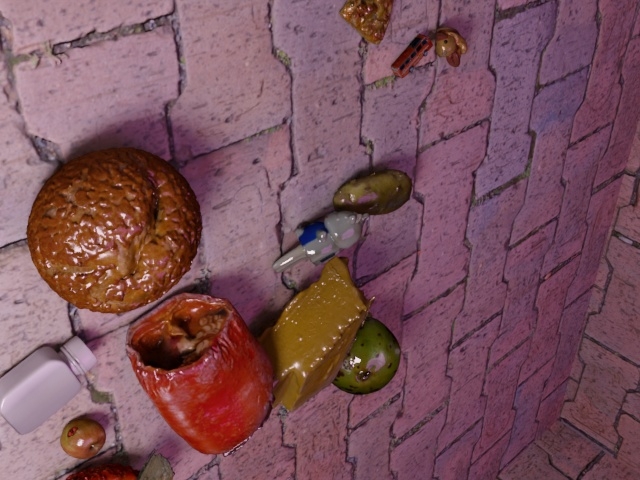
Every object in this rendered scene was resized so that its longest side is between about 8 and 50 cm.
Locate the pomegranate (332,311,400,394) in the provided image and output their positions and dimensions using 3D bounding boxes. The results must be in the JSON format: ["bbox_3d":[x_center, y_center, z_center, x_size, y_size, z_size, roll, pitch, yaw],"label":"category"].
[{"bbox_3d":[0.103,0.286,2.043,0.263,0.210,0.211,-87,-169,-66],"label":"pomegranate"}]

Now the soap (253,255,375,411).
[{"bbox_3d":[-0.058,0.225,1.763,0.304,0.169,0.339,-24,147,-45],"label":"soap"}]

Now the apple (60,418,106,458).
[{"bbox_3d":[-0.467,0.388,1.540,0.084,0.071,0.084,-38,147,-29],"label":"apple"}]

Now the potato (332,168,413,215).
[{"bbox_3d":[0.124,-0.109,1.833,0.225,0.090,0.117,-14,133,-35],"label":"potato"}]

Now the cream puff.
[{"bbox_3d":[-0.325,-0.006,1.289,0.303,0.212,0.303,-24,132,-30],"label":"cream puff"}]

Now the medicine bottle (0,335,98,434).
[{"bbox_3d":[-0.493,0.254,1.408,0.183,0.069,0.119,-40,139,-21],"label":"medicine bottle"}]

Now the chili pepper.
[{"bbox_3d":[-0.230,0.262,1.592,0.251,0.229,0.305,-34,140,-13],"label":"chili pepper"}]

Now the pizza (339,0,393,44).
[{"bbox_3d":[0.101,-0.463,1.575,0.134,0.046,0.175,-36,140,-26],"label":"pizza"}]

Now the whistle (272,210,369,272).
[{"bbox_3d":[0.000,0.000,1.744,0.244,0.092,0.110,-29,168,5],"label":"whistle"}]

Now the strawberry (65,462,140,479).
[{"bbox_3d":[-0.473,0.537,1.611,0.228,0.097,0.175,23,92,-59],"label":"strawberry"}]

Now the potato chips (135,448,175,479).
[{"bbox_3d":[-0.364,0.531,1.657,0.142,0.026,0.209,-30,136,-43],"label":"potato chips"}]

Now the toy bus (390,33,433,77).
[{"bbox_3d":[0.203,-0.412,1.747,0.110,0.031,0.043,-49,137,-9],"label":"toy bus"}]

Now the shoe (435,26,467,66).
[{"bbox_3d":[0.301,-0.444,1.798,0.109,0.072,0.069,28,64,-76],"label":"shoe"}]
